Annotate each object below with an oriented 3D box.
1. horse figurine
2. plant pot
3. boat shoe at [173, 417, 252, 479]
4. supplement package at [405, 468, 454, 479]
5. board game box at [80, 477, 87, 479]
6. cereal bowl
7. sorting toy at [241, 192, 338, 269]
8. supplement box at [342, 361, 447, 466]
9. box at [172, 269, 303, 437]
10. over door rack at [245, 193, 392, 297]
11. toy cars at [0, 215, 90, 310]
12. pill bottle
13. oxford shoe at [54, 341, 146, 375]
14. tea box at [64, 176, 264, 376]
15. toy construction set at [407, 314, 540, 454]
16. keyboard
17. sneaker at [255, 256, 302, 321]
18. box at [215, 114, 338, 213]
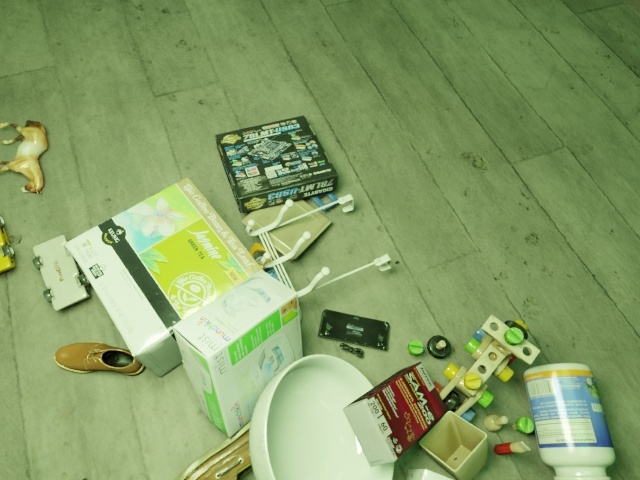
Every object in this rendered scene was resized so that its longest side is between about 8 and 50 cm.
[{"bbox_3d":[-0.872,-0.261,1.302,0.175,0.066,0.263,3,65,3],"label":"horse figurine"},{"bbox_3d":[0.306,0.472,0.989,0.109,0.096,0.109,-35,26,-21],"label":"plant pot"},{"bbox_3d":[-0.210,0.494,0.937,0.307,0.110,0.104,-38,71,-21],"label":"boat shoe"},{"bbox_3d":[0.255,0.629,0.888,0.204,0.145,0.261,20,62,5],"label":"supplement package"},{"bbox_3d":[-0.484,0.582,0.870,0.026,0.126,0.186,-47,68,21],"label":"board game box"},{"bbox_3d":[-0.011,0.425,0.938,0.339,0.141,0.338,25,47,-30],"label":"cereal bowl"},{"bbox_3d":[-0.097,-0.046,1.257,0.196,0.047,0.347,35,57,14],"label":"sorting toy"},{"bbox_3d":[0.172,0.375,0.981,0.240,0.073,0.130,-12,70,-49],"label":"supplement box"},{"bbox_3d":[-0.164,0.238,0.953,0.127,0.261,0.231,27,44,34],"label":"box"},{"bbox_3d":[0.000,0.000,1.146,0.325,0.108,0.239,-17,60,-21],"label":"over door rack"},{"bbox_3d":[-0.749,0.052,1.141,0.394,0.087,0.176,21,68,3],"label":"toy cars"},{"bbox_3d":[0.570,0.430,1.015,0.153,0.152,0.271,1,63,-4],"label":"pill bottle"},{"bbox_3d":[-0.526,0.272,1.048,0.213,0.076,0.076,4,64,-1],"label":"oxford shoe"},{"bbox_3d":[-0.354,0.085,1.077,0.324,0.220,0.329,-35,70,-21],"label":"tea box"},{"bbox_3d":[0.394,0.318,1.010,0.258,0.237,0.308,-17,66,-13],"label":"toy construction set"},{"bbox_3d":[0.085,0.245,1.144,0.180,0.023,0.108,11,56,2],"label":"keyboard"},{"bbox_3d":[-0.109,0.122,1.157,0.080,0.081,0.211,-28,67,-16],"label":"sneaker"},{"bbox_3d":[-0.136,-0.235,1.321,0.296,0.073,0.293,-16,53,-14],"label":"box"}]
